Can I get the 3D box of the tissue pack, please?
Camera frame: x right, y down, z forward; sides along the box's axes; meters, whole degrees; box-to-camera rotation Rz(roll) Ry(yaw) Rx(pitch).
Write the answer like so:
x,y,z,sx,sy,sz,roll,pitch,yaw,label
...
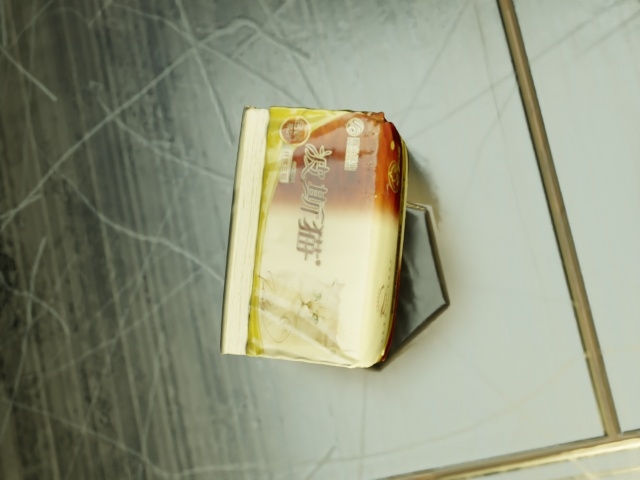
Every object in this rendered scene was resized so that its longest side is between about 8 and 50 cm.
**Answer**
x,y,z,sx,sy,sz,roll,pitch,yaw,label
0.001,0.000,0.577,0.099,0.106,0.149,4,87,14,tissue pack
